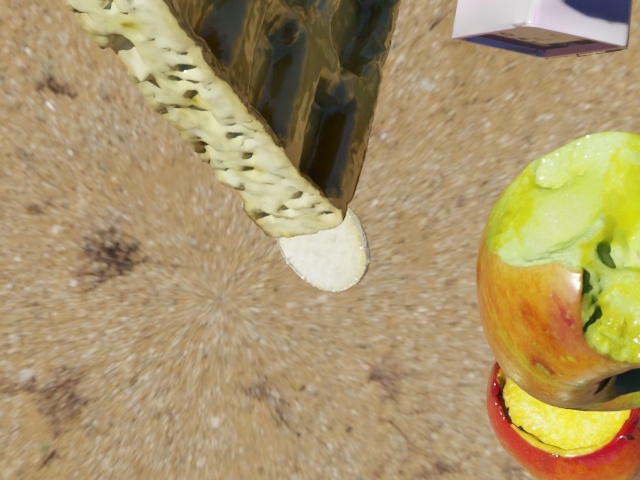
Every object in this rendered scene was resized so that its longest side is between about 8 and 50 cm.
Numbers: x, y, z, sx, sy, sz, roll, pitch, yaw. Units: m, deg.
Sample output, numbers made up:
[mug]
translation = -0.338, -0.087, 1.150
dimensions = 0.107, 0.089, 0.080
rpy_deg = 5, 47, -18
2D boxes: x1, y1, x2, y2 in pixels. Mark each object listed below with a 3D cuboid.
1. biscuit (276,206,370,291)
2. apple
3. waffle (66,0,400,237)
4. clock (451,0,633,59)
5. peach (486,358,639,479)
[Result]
[biscuit]
translation = 0.000, 0.000, 1.807
dimensions = 0.152, 0.152, 0.020
rpy_deg = 54, 47, 0
[apple]
translation = 0.249, 0.024, 1.225
dimensions = 0.246, 0.246, 0.226
rpy_deg = -9, 67, -4
[waffle]
translation = -0.038, -0.135, 0.682
dimensions = 0.057, 0.274, 0.168
rpy_deg = 2, 60, 29
[clock]
translation = 0.273, -0.272, 1.759
dimensions = 0.150, 0.197, 0.063
rpy_deg = 8, 89, -23
[peach]
translation = 0.275, 0.177, 1.534
dimensions = 0.190, 0.226, 0.196
rpy_deg = 6, 91, 0
